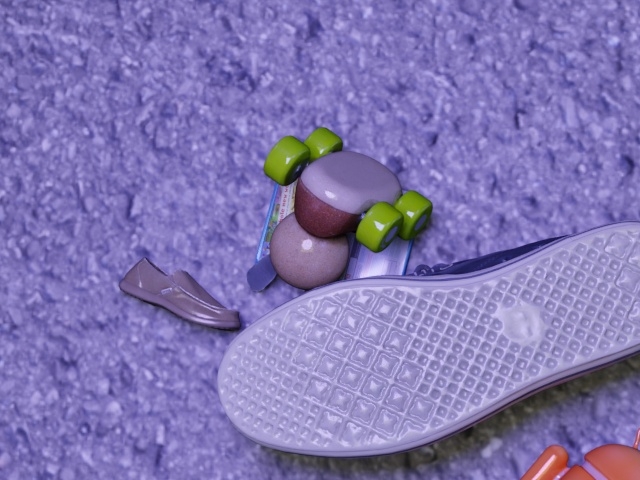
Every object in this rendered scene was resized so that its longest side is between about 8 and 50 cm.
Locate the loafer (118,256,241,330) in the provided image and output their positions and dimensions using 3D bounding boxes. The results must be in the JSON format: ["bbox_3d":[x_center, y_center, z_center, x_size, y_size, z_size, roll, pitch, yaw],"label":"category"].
[{"bbox_3d":[-0.152,0.059,1.821,0.148,0.056,0.050,21,88,12],"label":"loafer"}]

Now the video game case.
[{"bbox_3d":[0.021,-0.011,1.832,0.166,0.015,0.119,13,81,11],"label":"video game case"}]

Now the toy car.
[{"bbox_3d":[0.000,0.000,1.781,0.155,0.149,0.188,36,114,17],"label":"toy car"}]

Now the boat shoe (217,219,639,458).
[{"bbox_3d":[0.140,0.106,1.715,0.500,0.156,0.187,-17,82,0],"label":"boat shoe"}]

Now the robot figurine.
[{"bbox_3d":[0.278,0.297,1.671,0.219,0.128,0.158,-44,36,-2],"label":"robot figurine"}]
